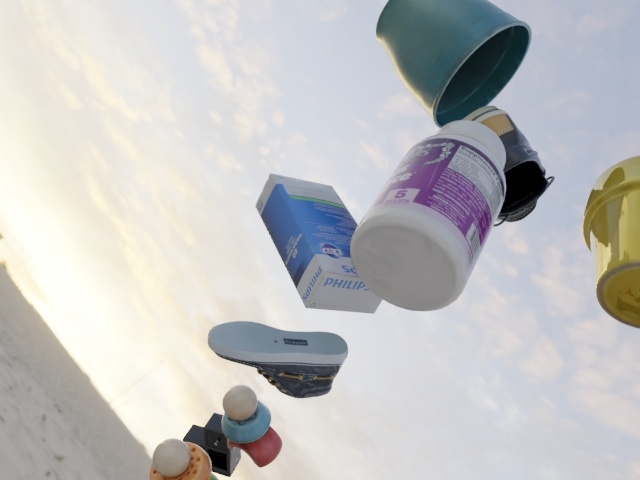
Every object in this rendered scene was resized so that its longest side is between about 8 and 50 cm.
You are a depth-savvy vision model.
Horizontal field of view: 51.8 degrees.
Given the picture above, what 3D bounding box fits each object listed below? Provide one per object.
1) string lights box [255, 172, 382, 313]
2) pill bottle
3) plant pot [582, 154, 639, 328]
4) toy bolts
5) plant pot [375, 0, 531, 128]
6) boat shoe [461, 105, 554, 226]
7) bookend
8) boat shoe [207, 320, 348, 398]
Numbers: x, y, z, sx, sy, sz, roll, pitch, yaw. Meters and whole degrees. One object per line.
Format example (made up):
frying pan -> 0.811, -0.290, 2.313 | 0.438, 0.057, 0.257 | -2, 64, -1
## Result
string lights box -> 0.000, 0.000, 1.076 | 0.076, 0.133, 0.259 | -61, -143, 28
pill bottle -> 0.174, -0.052, 0.969 | 0.169, 0.301, 0.169 | 18, -46, 19
plant pot -> 0.582, 0.016, 1.146 | 0.254, 0.239, 0.254 | 17, -43, 16
toy bolts -> -0.146, 0.357, 1.088 | 0.218, 0.228, 0.158 | 15, -45, 28
plant pot -> 0.268, -0.429, 1.436 | 0.255, 0.272, 0.271 | 50, -28, 22
boat shoe -> 0.419, -0.125, 1.485 | 0.156, 0.187, 0.500 | 60, 11, 26
bookend -> -0.292, 0.520, 1.725 | 0.156, 0.072, 0.157 | 12, -60, 14
boat shoe -> -0.059, 0.160, 0.849 | 0.065, 0.183, 0.083 | -106, -151, -58
